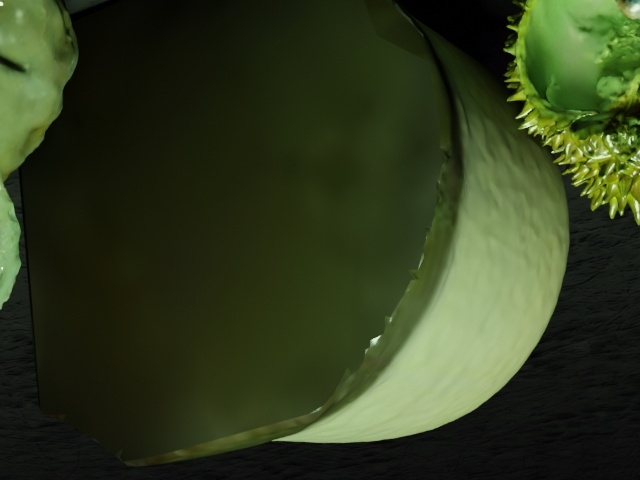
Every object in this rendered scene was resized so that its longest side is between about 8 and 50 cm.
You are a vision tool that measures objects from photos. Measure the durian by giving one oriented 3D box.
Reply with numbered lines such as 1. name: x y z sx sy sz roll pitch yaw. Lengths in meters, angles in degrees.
1. durian: 0.242 -0.116 1.048 0.237 0.200 0.176 -23 130 12

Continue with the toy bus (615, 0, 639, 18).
1. toy bus: 0.249 -0.249 0.760 0.162 0.194 0.323 2 155 -17

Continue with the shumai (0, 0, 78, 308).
1. shumai: -0.313 -0.036 0.965 0.330 0.288 0.292 -18 155 21

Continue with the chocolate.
1. chocolate: 0.000 0.000 1.118 0.326 0.314 0.297 -18 157 22
